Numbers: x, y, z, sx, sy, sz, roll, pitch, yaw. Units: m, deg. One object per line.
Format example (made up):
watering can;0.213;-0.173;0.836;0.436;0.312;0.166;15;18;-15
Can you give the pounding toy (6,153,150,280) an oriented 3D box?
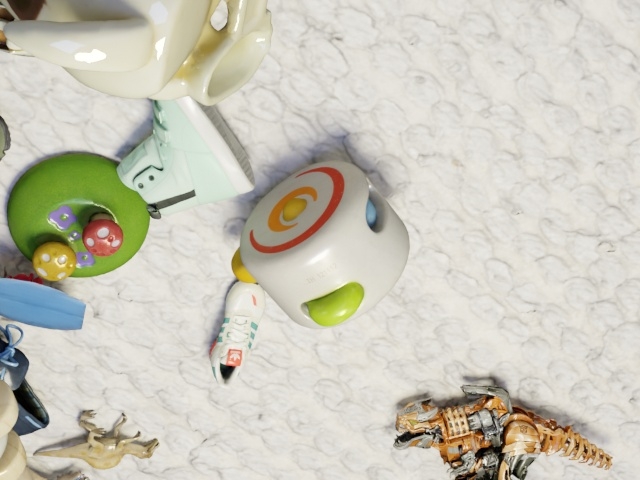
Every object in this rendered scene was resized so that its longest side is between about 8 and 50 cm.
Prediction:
pounding toy;-0.330;-0.014;1.802;0.237;0.110;0.183;19;119;-20

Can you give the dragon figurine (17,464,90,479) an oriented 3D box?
dragon figurine;-0.480;0.363;2.048;0.289;0.085;0.144;-10;129;3

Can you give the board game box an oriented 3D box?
board game box;-0.371;0.071;1.875;0.133;0.033;0.168;14;156;-7

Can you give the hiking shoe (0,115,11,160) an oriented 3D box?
hiking shoe;-0.482;-0.077;1.730;0.227;0.086;0.114;-49;153;13

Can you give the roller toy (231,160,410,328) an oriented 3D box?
roller toy;0.000;0.000;1.811;0.191;0.209;0.146;-51;123;-16

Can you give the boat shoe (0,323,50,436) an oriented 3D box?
boat shoe;-0.429;0.164;1.924;0.089;0.109;0.258;-5;141;9

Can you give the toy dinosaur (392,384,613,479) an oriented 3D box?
toy dinosaur;0.265;0.318;2.097;0.322;0.164;0.218;13;107;9

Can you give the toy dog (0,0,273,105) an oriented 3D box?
toy dog;-0.277;-0.299;1.476;0.408;0.395;0.284;26;138;14

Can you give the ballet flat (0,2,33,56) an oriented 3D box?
ballet flat;-0.375;-0.244;1.665;0.213;0.068;0.072;10;122;-15

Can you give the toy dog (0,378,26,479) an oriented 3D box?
toy dog;-0.515;0.215;1.798;0.161;0.334;0.220;-41;130;-31

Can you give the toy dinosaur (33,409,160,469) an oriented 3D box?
toy dinosaur;-0.321;0.294;2.047;0.183;0.053;0.092;-1;125;-7

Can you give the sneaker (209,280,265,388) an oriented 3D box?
sneaker;-0.110;0.131;1.952;0.057;0.075;0.161;13;122;-16

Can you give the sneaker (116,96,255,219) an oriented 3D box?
sneaker;-0.201;-0.133;1.750;0.151;0.094;0.256;-23;123;11
